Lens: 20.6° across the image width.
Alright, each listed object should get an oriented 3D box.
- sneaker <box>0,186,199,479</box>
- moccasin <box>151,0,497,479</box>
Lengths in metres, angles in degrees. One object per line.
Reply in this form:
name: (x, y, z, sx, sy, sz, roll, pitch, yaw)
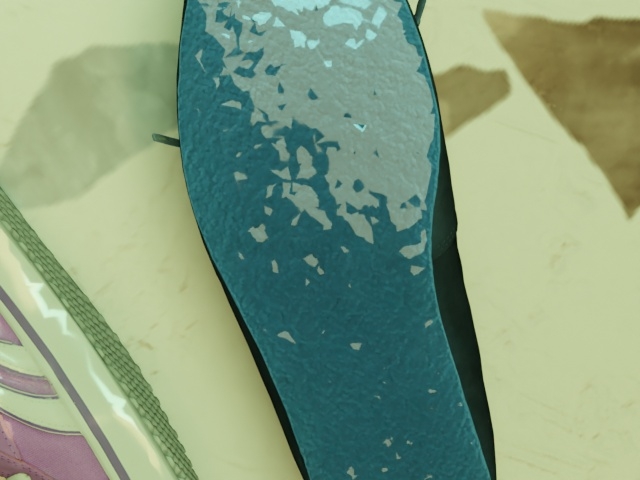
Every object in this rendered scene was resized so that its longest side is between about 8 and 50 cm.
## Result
sneaker: (-0.176, 0.075, 0.827, 0.161, 0.102, 0.282, -37, 94, -1)
moccasin: (0.000, 0.000, 0.845, 0.138, 0.117, 0.342, -8, 106, 1)
